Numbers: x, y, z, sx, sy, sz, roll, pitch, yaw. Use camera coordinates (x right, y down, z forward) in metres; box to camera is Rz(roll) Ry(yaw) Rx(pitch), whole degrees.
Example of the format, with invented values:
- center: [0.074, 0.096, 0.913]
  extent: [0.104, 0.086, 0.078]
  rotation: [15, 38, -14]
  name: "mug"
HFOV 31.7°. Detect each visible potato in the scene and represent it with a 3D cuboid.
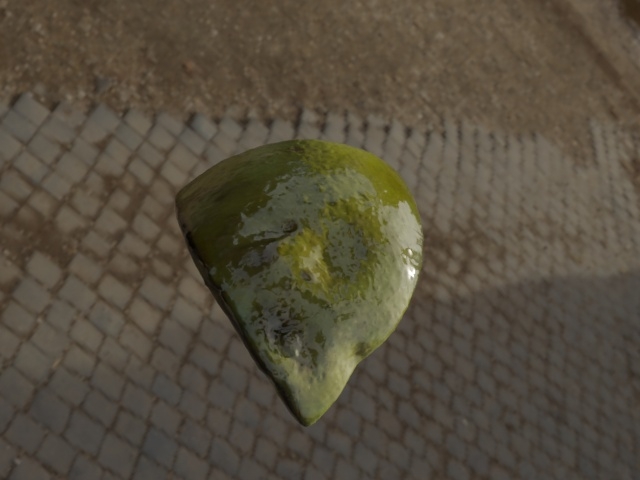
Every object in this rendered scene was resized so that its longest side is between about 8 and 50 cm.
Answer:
- center: [0.000, 0.000, 0.590]
  extent: [0.081, 0.120, 0.149]
  rotation: [59, -1, -41]
  name: "potato"
